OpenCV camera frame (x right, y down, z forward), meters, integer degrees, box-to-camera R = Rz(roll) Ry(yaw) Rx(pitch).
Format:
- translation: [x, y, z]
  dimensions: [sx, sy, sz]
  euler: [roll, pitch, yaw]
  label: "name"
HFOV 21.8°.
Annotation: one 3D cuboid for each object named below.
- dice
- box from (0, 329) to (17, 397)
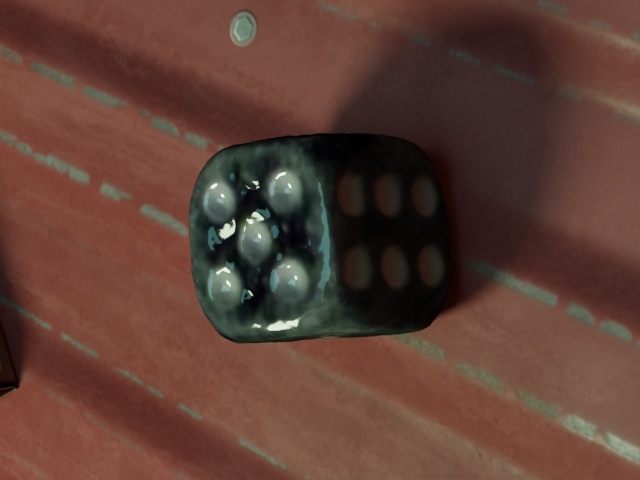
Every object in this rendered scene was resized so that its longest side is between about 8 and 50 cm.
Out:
- translation: [0.000, 0.000, 1.507]
  dimensions: [0.183, 0.182, 0.181]
  euler: [-7, 86, 40]
  label: "dice"
- translation: [-0.562, 0.065, 1.986]
  dimensions: [0.344, 0.122, 0.385]
  euler: [-31, 71, 34]
  label: "box"
